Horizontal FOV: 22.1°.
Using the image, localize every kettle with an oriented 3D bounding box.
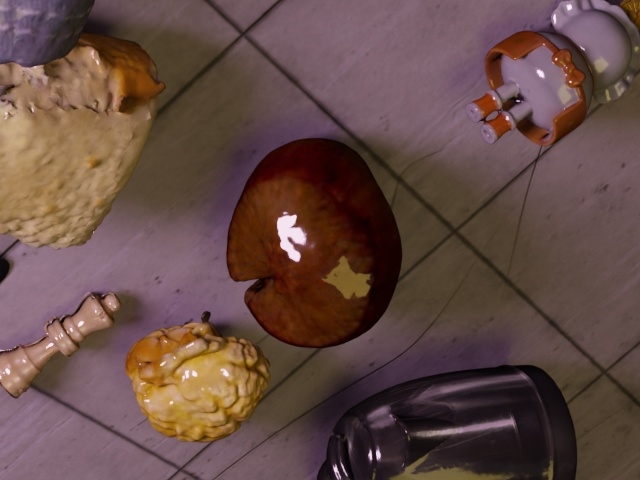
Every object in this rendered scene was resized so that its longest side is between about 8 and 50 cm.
[{"bbox_3d":[0.147,0.310,2.332,0.324,0.228,0.321,-2,160,-25],"label":"kettle"}]

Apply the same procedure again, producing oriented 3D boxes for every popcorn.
[{"bbox_3d":[-0.153,0.169,2.027,0.180,0.180,0.170,-7,96,-27],"label":"popcorn"}]

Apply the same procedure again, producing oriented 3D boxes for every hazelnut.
[{"bbox_3d":[0.000,0.000,1.944,0.217,0.217,0.251,-16,112,-19],"label":"hazelnut"}]

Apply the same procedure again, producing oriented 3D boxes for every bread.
[{"bbox_3d":[-0.358,-0.122,1.625,0.375,0.165,0.236,9,128,-38],"label":"bread"}]

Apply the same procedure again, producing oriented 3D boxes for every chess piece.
[{"bbox_3d":[-0.313,0.117,1.958,0.172,0.060,0.060,-36,138,-1],"label":"chess piece"}]

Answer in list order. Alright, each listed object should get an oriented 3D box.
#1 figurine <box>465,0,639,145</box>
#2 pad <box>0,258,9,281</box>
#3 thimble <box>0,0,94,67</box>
[{"bbox_3d":[0.299,-0.211,1.978,0.271,0.143,0.143,-32,138,1],"label":"figurine"},{"bbox_3d":[-0.518,0.074,1.786,0.250,0.055,0.323,-46,137,14],"label":"pad"},{"bbox_3d":[-0.307,-0.280,1.492,0.236,0.205,0.172,19,114,-14],"label":"thimble"}]
